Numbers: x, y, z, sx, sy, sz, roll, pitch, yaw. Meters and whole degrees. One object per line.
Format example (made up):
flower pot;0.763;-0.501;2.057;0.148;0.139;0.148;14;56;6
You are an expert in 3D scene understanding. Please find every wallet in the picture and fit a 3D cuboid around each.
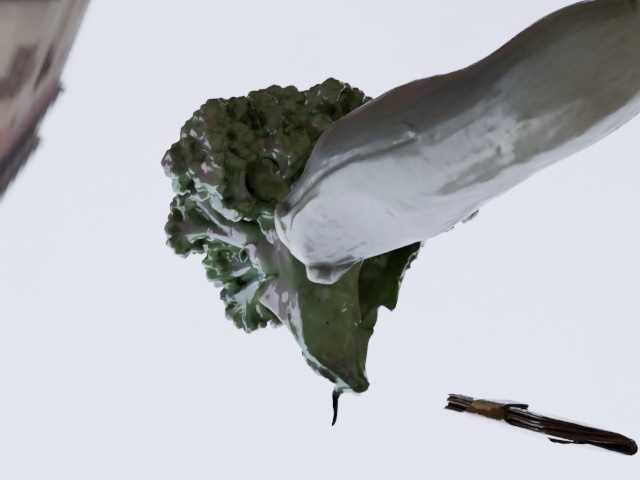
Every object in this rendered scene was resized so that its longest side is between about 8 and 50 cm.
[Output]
wallet;0.176;0.150;1.582;0.095;0.176;0.026;16;-94;-22

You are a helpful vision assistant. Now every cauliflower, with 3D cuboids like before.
cauliflower;0.000;0.000;1.520;0.256;0.239;0.315;-7;-135;0

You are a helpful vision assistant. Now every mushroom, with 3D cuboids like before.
mushroom;0.095;-0.066;1.175;0.097;0.351;0.109;56;-134;-7
